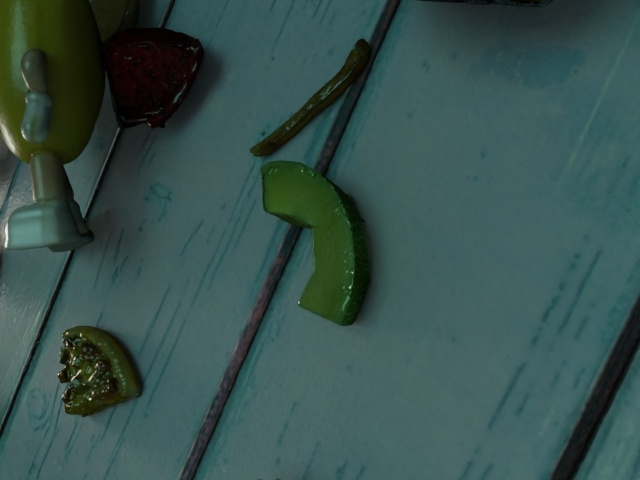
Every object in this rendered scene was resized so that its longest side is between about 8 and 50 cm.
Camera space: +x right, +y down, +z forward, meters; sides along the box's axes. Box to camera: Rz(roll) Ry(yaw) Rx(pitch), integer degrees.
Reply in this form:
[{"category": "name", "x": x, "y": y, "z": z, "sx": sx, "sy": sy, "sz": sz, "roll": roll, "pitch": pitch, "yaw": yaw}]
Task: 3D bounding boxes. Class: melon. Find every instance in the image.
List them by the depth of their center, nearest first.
[{"category": "melon", "x": 0.000, "y": 0.000, "z": 0.814, "sx": 0.118, "sy": 0.064, "sz": 0.210, "roll": -17, "pitch": 74, "yaw": 31}]

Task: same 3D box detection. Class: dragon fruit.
[{"category": "dragon fruit", "x": -0.228, "y": -0.241, "z": 1.016, "sx": 0.161, "sy": 0.127, "sz": 0.121, "roll": 0, "pitch": 123, "yaw": 12}]

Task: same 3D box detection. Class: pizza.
[{"category": "pizza", "x": -0.331, "y": 0.199, "z": 1.015, "sx": 0.175, "sy": 0.046, "sz": 0.134, "roll": 19, "pitch": 92, "yaw": 36}]

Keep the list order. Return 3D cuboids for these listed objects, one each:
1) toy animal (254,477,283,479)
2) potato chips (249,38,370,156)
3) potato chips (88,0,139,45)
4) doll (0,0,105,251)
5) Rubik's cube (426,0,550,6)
[{"category": "toy animal", "x": -0.065, "y": 0.369, "z": 0.749, "sx": 0.178, "sy": 0.127, "sz": 0.193, "roll": 33, "pitch": 98, "yaw": 33}, {"category": "potato chips", "x": -0.012, "y": -0.169, "z": 0.876, "sx": 0.204, "sy": 0.026, "sz": 0.037, "roll": -42, "pitch": 57, "yaw": 22}, {"category": "potato chips", "x": -0.357, "y": -0.361, "z": 1.131, "sx": 0.208, "sy": 0.062, "sz": 0.195, "roll": -14, "pitch": 70, "yaw": 33}, {"category": "doll", "x": -0.389, "y": -0.175, "z": 1.006, "sx": 0.348, "sy": 0.161, "sz": 0.423, "roll": 118, "pitch": 143, "yaw": -59}, {"category": "Rubik's cube", "x": 0.154, "y": -0.363, "z": 0.648, "sx": 0.319, "sy": 0.264, "sz": 0.319, "roll": -7, "pitch": 77, "yaw": 34}]
